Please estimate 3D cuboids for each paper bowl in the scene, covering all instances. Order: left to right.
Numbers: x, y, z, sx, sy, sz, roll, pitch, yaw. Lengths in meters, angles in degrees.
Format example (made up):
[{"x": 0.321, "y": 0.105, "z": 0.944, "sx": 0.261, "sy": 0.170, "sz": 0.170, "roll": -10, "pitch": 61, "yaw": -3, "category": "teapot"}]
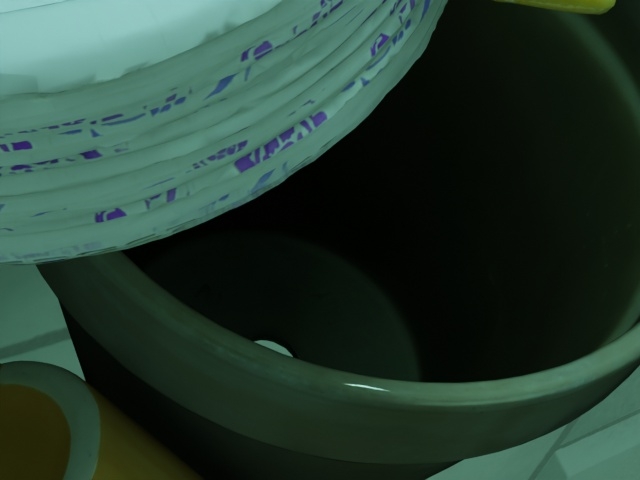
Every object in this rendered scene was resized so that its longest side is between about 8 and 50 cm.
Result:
[{"x": -0.094, "y": -0.122, "z": 0.523, "sx": 0.284, "sy": 0.284, "sz": 0.148, "roll": -33, "pitch": 154, "yaw": -16, "category": "paper bowl"}]

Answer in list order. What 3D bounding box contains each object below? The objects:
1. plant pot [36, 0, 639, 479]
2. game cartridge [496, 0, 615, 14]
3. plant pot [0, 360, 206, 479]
[{"x": 0.000, "y": 0.000, "z": 0.830, "sx": 0.323, "sy": 0.323, "sz": 0.280, "roll": -27, "pitch": 157, "yaw": -27, "category": "plant pot"}, {"x": 0.088, "y": -0.229, "z": 0.562, "sx": 0.324, "sy": 0.052, "sz": 0.285, "roll": -64, "pitch": 163, "yaw": -77, "category": "game cartridge"}, {"x": -0.103, "y": 0.156, "z": 0.701, "sx": 0.205, "sy": 0.205, "sz": 0.188, "roll": -36, "pitch": 129, "yaw": -10, "category": "plant pot"}]
